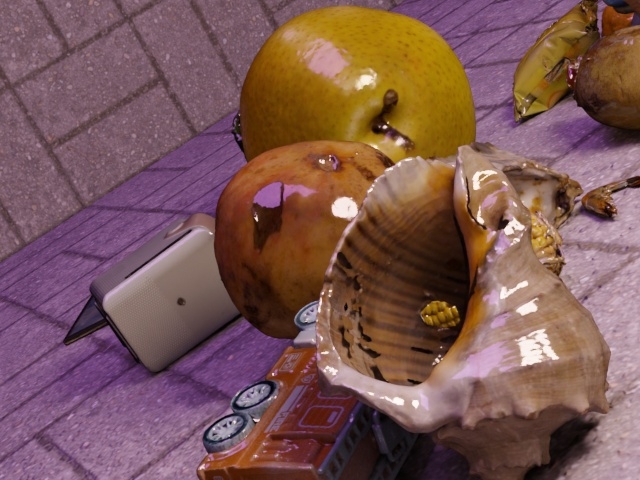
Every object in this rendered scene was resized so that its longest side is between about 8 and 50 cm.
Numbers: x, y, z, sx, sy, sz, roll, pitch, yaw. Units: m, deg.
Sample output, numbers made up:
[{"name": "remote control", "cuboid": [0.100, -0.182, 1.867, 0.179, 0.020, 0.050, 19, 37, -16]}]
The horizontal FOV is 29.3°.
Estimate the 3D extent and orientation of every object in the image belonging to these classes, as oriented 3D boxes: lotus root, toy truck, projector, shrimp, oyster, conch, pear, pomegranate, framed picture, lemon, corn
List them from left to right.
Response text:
[{"name": "framed picture", "cuboid": [-0.319, 0.075, 2.358, 0.347, 0.016, 0.265, -26, 17, 14]}, {"name": "projector", "cuboid": [-0.226, 0.075, 1.929, 0.242, 0.163, 0.177, -37, 17, -9]}, {"name": "pomegranate", "cuboid": [0.000, 0.000, 1.587, 0.281, 0.281, 0.281, -27, 16, 8]}, {"name": "toy truck", "cuboid": [0.020, 0.175, 1.239, 0.162, 0.136, 0.305, -10, 27, 34]}, {"name": "pear", "cuboid": [0.054, -0.182, 1.862, 0.362, 0.362, 0.418, -30, 7, -2]}, {"name": "corn", "cuboid": [0.148, 0.067, 1.417, 0.293, 0.106, 0.106, -31, 15, 10]}, {"name": "conch", "cuboid": [0.120, 0.082, 1.130, 0.263, 0.186, 0.324, -1, 54, -9]}, {"name": "oyster", "cuboid": [0.192, -0.050, 1.514, 0.341, 0.166, 0.110, -24, 29, -39]}, {"name": "shrimp", "cuboid": [0.371, -0.058, 1.535, 0.083, 0.023, 0.114, -26, 12, 4]}, {"name": "lotus root", "cuboid": [0.436, -0.225, 1.724, 0.154, 0.154, 0.278, -36, 18, -22]}, {"name": "lemon", "cuboid": [0.538, -0.369, 2.035, 0.155, 0.114, 0.114, -23, 16, -3]}]

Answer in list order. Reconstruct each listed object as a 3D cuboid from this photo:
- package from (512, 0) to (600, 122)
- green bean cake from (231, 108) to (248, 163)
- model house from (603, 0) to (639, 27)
[{"name": "package", "cuboid": [0.397, -0.304, 2.067, 0.226, 0.090, 0.168, -49, 10, 29]}, {"name": "green bean cake", "cuboid": [0.020, -0.231, 2.336, 0.319, 0.218, 0.335, -26, 18, 14]}, {"name": "model house", "cuboid": [0.475, -0.433, 1.817, 0.194, 0.325, 0.267, -7, 56, 54]}]
